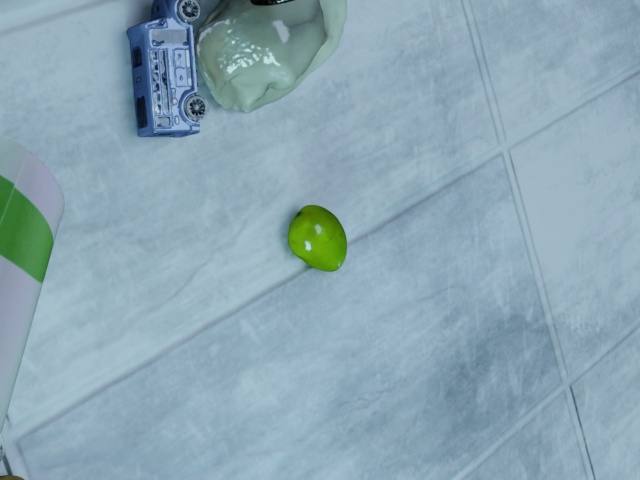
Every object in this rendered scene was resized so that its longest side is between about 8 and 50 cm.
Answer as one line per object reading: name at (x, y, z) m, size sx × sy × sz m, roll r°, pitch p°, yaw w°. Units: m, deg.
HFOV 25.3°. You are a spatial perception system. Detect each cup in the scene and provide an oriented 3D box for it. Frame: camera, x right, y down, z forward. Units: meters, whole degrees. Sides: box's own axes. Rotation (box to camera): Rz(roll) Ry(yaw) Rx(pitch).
cup at (-0.360, 0.045, 1.290) m, size 0.253 × 0.253 × 0.274 m, roll 45°, pitch 49°, yaw -36°

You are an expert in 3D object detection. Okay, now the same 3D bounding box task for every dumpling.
dumpling at (-0.067, -0.231, 1.738) m, size 0.216 × 0.126 × 0.167 m, roll -51°, pitch 150°, yaw -52°

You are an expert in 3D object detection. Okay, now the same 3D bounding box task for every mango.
mango at (0.000, 0.000, 1.825) m, size 0.073 × 0.056 × 0.108 m, roll -62°, pitch 141°, yaw -26°

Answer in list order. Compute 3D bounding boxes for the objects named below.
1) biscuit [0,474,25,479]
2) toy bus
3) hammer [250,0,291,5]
biscuit at (-0.350, 0.382, 1.402) m, size 0.376 × 0.051 × 0.269 m, roll -14°, pitch 99°, yaw -48°
toy bus at (-0.177, -0.202, 1.628) m, size 0.076 × 0.073 × 0.167 m, roll -5°, pitch 90°, yaw -25°
hammer at (-0.181, -0.332, 1.499) m, size 0.408 × 0.095 × 0.243 m, roll -24°, pitch 110°, yaw -30°
